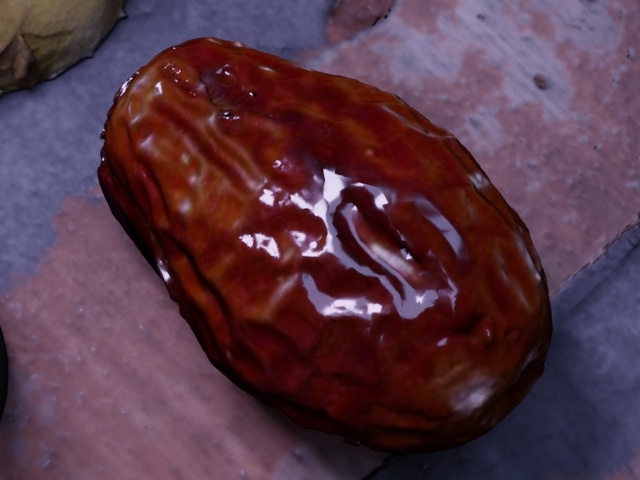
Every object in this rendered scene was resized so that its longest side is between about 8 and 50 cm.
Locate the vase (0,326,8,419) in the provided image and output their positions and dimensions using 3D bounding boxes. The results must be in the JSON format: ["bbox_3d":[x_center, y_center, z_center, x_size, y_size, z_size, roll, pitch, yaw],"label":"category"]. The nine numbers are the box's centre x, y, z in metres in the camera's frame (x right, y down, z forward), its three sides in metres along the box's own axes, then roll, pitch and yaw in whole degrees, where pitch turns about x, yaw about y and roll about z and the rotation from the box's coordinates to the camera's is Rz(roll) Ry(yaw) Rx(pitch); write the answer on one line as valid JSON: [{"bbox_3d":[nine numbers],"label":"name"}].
[{"bbox_3d":[-0.249,0.034,0.930,0.173,0.321,0.173,3,72,-8],"label":"vase"}]

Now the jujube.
[{"bbox_3d":[0.000,0.000,1.053,0.290,0.197,0.197,39,70,20],"label":"jujube"}]

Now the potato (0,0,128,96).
[{"bbox_3d":[-0.259,-0.209,1.124,0.299,0.116,0.239,18,75,-2],"label":"potato"}]
